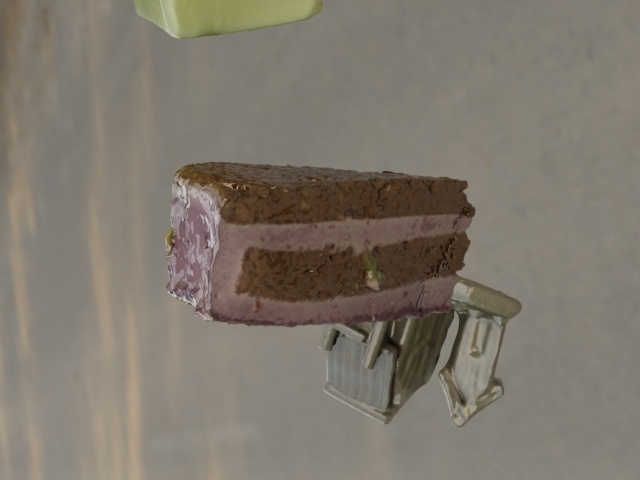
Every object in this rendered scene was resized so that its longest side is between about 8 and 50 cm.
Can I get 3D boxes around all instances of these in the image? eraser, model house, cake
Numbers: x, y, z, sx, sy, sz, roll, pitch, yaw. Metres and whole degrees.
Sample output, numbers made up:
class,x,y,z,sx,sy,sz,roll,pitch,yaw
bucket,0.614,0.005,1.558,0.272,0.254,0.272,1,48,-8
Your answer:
class,x,y,z,sx,sy,sz,roll,pitch,yaw
eraser,-0.071,-0.186,1.315,0.172,0.117,0.058,-139,41,-72
model house,0.095,0.106,1.921,0.122,0.229,0.188,-12,-61,-65
cake,0.000,0.000,1.366,0.112,0.295,0.116,21,104,46
